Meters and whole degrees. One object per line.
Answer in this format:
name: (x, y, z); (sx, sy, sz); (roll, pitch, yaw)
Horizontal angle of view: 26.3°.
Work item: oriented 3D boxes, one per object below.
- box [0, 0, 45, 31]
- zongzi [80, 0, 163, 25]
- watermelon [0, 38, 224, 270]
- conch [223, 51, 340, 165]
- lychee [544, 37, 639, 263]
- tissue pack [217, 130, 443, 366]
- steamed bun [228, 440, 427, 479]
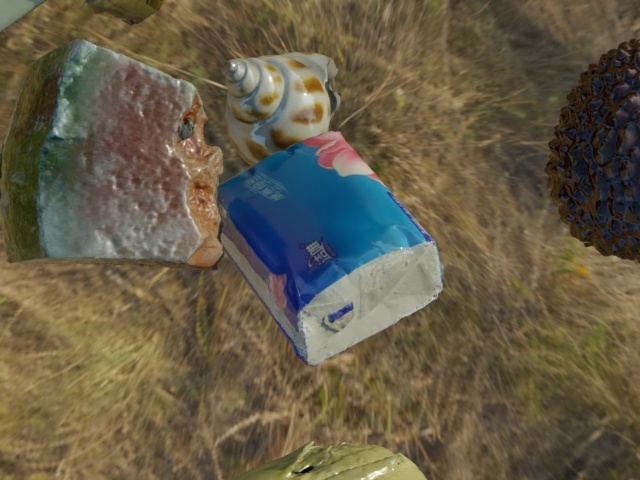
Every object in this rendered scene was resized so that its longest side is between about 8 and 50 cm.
box: (-0.281, -0.222, 0.871); (0.182, 0.312, 0.175); (-39, 76, 2)
zongzi: (-0.311, -0.392, 1.889); (0.081, 0.189, 0.178); (-31, 82, 16)
watermelon: (-0.260, -0.096, 1.654); (0.302, 0.151, 0.264); (5, 85, 1)
conch: (-0.057, -0.184, 1.893); (0.149, 0.275, 0.182); (5, 75, 5)
lychee: (0.460, -0.117, 1.874); (0.306, 0.306, 0.330); (-7, 111, 1)
tissue pack: (0.000, 0.000, 1.712); (0.209, 0.269, 0.137); (-28, 136, -10)
steamed bun: (-0.027, 0.278, 1.131); (0.166, 0.232, 0.273); (37, 138, 26)
